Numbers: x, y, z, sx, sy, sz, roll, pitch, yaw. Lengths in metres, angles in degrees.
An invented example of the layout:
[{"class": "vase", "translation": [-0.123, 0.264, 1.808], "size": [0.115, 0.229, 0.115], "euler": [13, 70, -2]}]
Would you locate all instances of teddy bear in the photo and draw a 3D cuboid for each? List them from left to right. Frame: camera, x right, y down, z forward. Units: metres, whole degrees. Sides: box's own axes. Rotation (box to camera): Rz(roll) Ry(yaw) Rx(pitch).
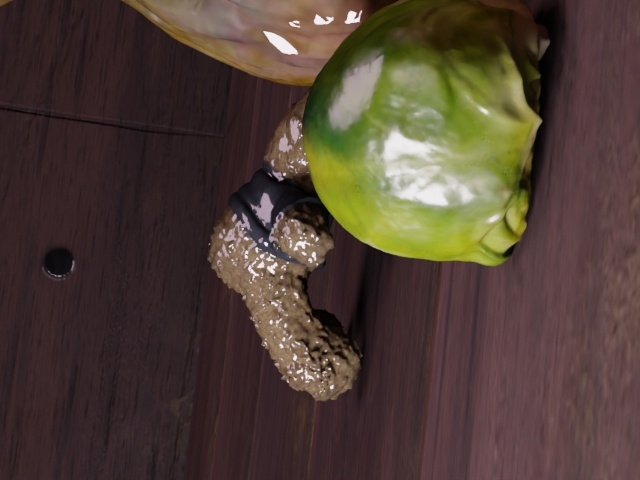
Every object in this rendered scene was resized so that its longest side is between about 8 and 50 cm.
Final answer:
[{"class": "teddy bear", "translation": [-0.021, 0.000, 1.468], "size": [0.182, 0.129, 0.251], "euler": [-121, 39, -75]}]

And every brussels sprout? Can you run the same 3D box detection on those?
[{"class": "brussels sprout", "translation": [0.051, -0.065, 1.007], "size": [0.149, 0.122, 0.151], "euler": [-121, 38, -74]}]

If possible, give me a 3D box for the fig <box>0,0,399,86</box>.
[{"class": "fig", "translation": [-0.080, -0.212, 1.141], "size": [0.286, 0.369, 0.286], "euler": [164, 90, -81]}]
